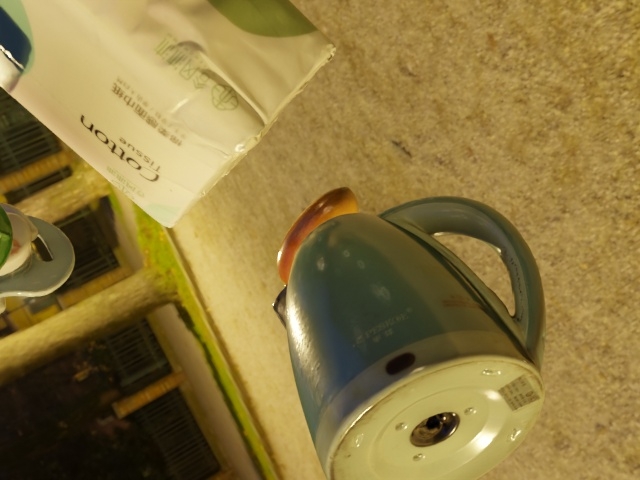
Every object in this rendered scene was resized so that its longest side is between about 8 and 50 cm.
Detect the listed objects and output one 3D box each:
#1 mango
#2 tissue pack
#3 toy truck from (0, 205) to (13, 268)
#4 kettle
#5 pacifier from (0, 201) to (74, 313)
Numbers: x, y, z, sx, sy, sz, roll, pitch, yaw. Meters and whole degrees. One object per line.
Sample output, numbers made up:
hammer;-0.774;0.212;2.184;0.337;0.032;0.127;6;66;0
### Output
mango;0.000;0.000;1.296;0.112;0.145;0.219;38;118;28
tissue pack;-0.201;-0.211;0.721;0.356;0.194;0.266;43;152;-9
toy truck;-0.342;-0.012;0.638;0.125;0.101;0.242;36;162;-26
kettle;0.106;0.084;0.874;0.247;0.319;0.342;62;-178;-43
pacifier;-0.539;0.054;1.151;0.227;0.279;0.207;45;133;35
